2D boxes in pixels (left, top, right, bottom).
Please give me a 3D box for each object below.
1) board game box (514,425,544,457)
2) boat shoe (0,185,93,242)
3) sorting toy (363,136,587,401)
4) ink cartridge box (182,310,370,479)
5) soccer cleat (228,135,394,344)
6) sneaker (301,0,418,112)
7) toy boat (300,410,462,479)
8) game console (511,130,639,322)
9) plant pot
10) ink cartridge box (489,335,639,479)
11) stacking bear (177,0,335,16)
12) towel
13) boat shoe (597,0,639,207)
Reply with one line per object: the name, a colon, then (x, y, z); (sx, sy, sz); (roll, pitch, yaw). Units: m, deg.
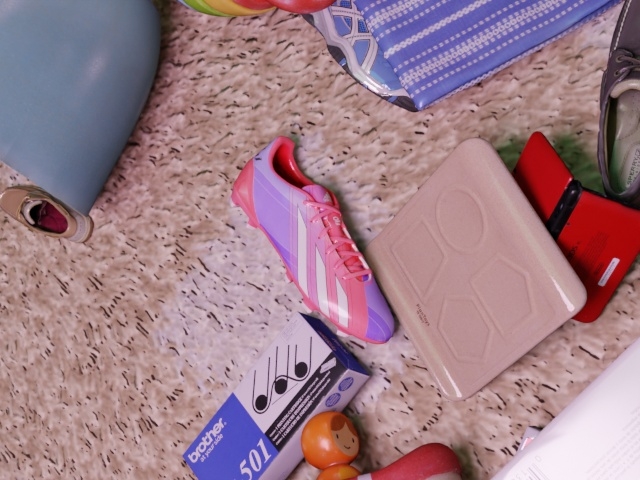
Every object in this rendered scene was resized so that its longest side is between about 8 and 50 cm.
board game box: (0.293, 0.319, 1.041); (0.305, 0.053, 0.193); (23, 91, 24)
boat shoe: (-0.333, -0.035, 1.359); (0.135, 0.045, 0.050); (18, 92, 24)
sorting toy: (0.146, 0.031, 1.116); (0.208, 0.038, 0.193); (-48, 66, 44)
ink cartridge box: (-0.049, 0.185, 1.200); (0.207, 0.046, 0.097); (-52, 52, 11)
soccer cleat: (0.000, 0.000, 1.189); (0.248, 0.083, 0.095); (50, 117, 25)
sneaker: (0.047, -0.221, 1.194); (0.081, 0.080, 0.211); (-43, 71, 16)
toy boat: (0.021, 0.237, 1.113); (0.231, 0.151, 0.151); (-14, 62, 3)
game console: (0.232, -0.011, 1.091); (0.124, 0.085, 0.144); (19, 130, -2)
plant pot: (-0.311, -0.202, 1.249); (0.293, 0.293, 0.235); (32, 84, 23)
ink cartridge box: (0.305, 0.240, 0.984); (0.296, 0.066, 0.261); (-46, 67, 9)
stacking bear: (-0.078, -0.304, 1.164); (0.289, 0.175, 0.164); (27, 128, 46)
towel: (0.125, -0.325, 1.160); (0.243, 0.040, 0.336); (-28, 73, 2)
boat shoe: (0.303, -0.138, 1.077); (0.080, 0.073, 0.224); (8, 89, 22)
